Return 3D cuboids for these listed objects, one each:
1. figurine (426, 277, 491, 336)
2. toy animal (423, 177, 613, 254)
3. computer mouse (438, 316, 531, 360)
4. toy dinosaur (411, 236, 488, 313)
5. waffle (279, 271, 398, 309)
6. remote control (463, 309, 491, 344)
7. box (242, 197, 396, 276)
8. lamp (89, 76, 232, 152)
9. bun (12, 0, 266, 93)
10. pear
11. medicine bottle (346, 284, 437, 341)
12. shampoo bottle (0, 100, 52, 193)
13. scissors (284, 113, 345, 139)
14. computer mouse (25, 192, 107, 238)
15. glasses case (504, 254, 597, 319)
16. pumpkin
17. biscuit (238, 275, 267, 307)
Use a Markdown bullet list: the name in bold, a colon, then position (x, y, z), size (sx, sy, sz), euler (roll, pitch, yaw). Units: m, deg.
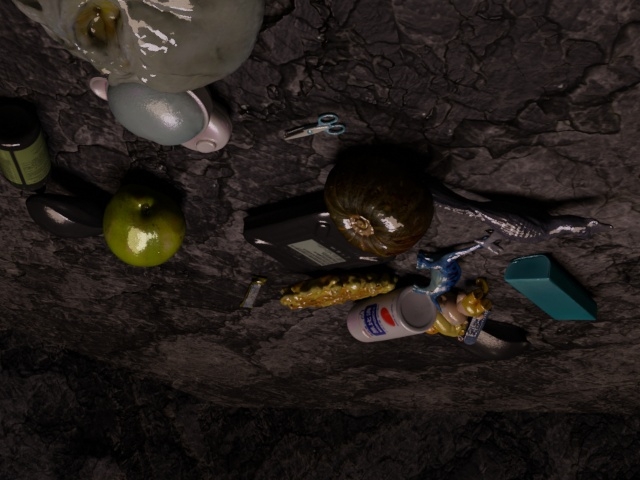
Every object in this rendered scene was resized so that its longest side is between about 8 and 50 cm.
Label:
- **figurine**: position (0.361, 0.184, 1.796), size (0.156, 0.131, 0.246), euler (51, 146, -6)
- **toy animal**: position (0.380, -0.037, 1.364), size (0.366, 0.081, 0.206), euler (13, 160, 8)
- **computer mouse**: position (0.504, 0.311, 2.060), size (0.295, 0.087, 0.168), euler (16, 151, -11)
- **toy dinosaur**: position (0.287, 0.075, 1.631), size (0.144, 0.076, 0.329), euler (15, 139, -3)
- **waffle**: position (0.042, 0.132, 1.765), size (0.301, 0.068, 0.324), euler (-14, 166, 33)
- **remote control**: position (0.455, 0.249, 1.954), size (0.043, 0.027, 0.153), euler (19, 132, 7)
- **box**: position (0.000, 0.000, 1.566), size (0.288, 0.073, 0.290), euler (-11, 150, 36)
- **lamp**: position (-0.260, -0.219, 1.140), size (0.179, 0.108, 0.246), euler (-8, 151, 41)
- **bun**: position (-0.229, -0.310, 0.828), size (0.354, 0.194, 0.354), euler (9, 155, 4)
- **pear**: position (-0.397, -0.038, 1.501), size (0.187, 0.188, 0.220), euler (12, 143, -8)
- **medicine bottle**: position (0.185, 0.214, 1.878), size (0.130, 0.131, 0.341), euler (18, 162, -19)
- **shampoo bottle**: position (-0.609, -0.170, 1.366), size (0.101, 0.101, 0.284), euler (12, 156, -8)
- **scissors**: position (-0.014, -0.201, 1.209), size (0.119, 0.014, 0.058), euler (-10, 149, 29)
- **computer mouse**: position (-0.566, -0.047, 1.552), size (0.137, 0.087, 0.269), euler (-2, 173, 23)
- **glasses case**: position (0.581, 0.122, 1.661), size (0.117, 0.070, 0.301), euler (-6, 154, 41)
- **pumpkin**: position (0.121, -0.072, 1.283), size (0.218, 0.162, 0.219), euler (25, 145, 19)
- **biscuit**: position (-0.211, 0.168, 2.057), size (0.048, 0.026, 0.292), euler (9, 156, -11)
